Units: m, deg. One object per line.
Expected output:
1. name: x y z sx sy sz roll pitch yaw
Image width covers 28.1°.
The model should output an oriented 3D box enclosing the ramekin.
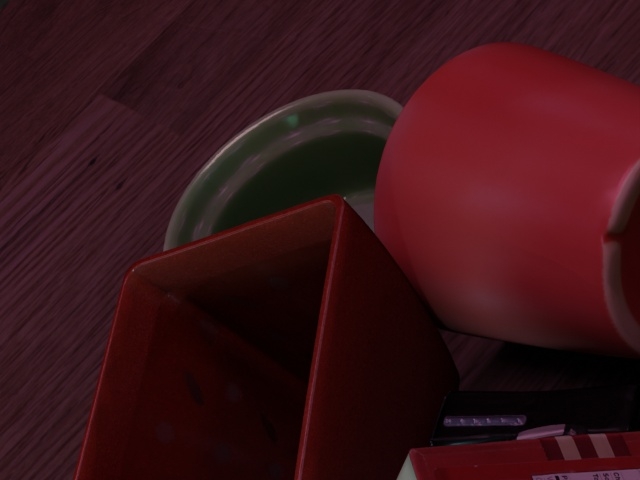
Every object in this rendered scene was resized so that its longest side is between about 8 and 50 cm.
1. ramekin: 0.000 0.000 1.349 0.303 0.148 0.303 -21 42 20

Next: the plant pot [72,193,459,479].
1. plant pot: -0.025 0.157 1.110 0.267 0.236 0.267 -17 51 38

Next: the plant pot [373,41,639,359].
1. plant pot: 0.222 -0.022 1.089 0.275 0.275 0.243 -49 35 -14

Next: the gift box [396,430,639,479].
1. gift box: 0.128 0.273 0.778 0.277 0.258 0.255 2 44 -14

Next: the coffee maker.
1. coffee maker: 0.195 0.176 1.070 0.178 0.120 0.171 -5 19 33
